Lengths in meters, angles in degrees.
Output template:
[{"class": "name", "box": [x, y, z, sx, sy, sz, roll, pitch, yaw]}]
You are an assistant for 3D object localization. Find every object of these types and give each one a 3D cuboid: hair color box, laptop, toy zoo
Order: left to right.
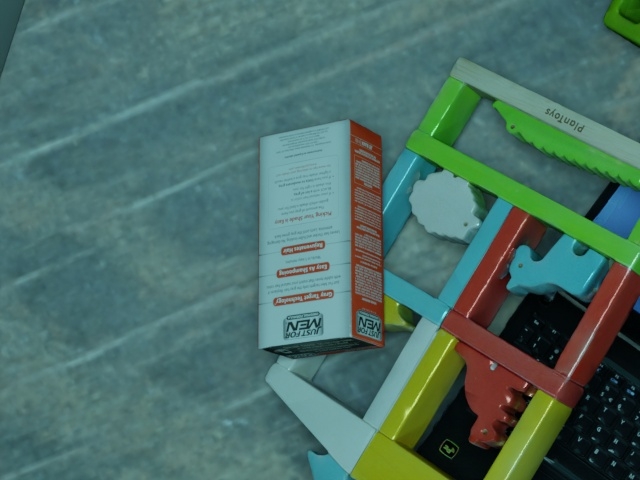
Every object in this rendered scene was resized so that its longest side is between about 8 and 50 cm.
[{"class": "hair color box", "box": [0.000, 0.000, 1.150, 0.072, 0.043, 0.141, -9, 72, 31]}, {"class": "toy zoo", "box": [0.086, 0.048, 1.130, 0.192, 0.030, 0.293, 31, 90, 37]}, {"class": "laptop", "box": [0.226, 0.098, 1.121, 0.234, 0.136, 0.264, 36, 68, 5]}]

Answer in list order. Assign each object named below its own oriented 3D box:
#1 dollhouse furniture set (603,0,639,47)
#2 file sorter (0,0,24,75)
[{"class": "dollhouse furniture set", "box": [0.165, -0.251, 1.072, 0.301, 0.151, 0.197, 27, 89, -28]}, {"class": "file sorter", "box": [-0.288, -0.145, 1.105, 0.173, 0.193, 0.278, 17, 89, 2]}]
